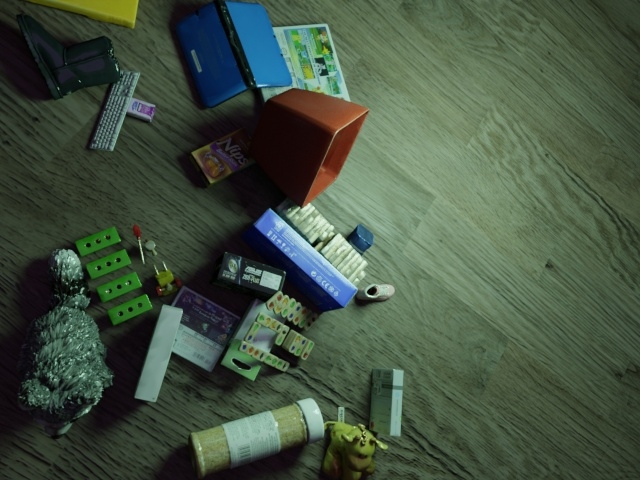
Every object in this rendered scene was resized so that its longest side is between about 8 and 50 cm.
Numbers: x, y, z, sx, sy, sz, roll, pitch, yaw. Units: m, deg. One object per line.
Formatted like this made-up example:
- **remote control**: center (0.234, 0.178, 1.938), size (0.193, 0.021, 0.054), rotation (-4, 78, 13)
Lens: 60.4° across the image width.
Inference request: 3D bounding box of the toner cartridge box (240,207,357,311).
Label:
- **toner cartridge box**: center (-0.066, 0.065, 1.610), size (0.348, 0.165, 0.075), rotation (43, 68, -9)

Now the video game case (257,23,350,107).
- **video game case**: center (-0.071, -0.545, 1.802), size (0.300, 0.036, 0.328), rotation (-13, 83, -23)

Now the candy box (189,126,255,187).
- **candy box**: center (-0.284, -0.250, 1.652), size (0.187, 0.053, 0.109), rotation (-33, 91, -25)

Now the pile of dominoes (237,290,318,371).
- **pile of dominoes**: center (-0.099, 0.262, 1.541), size (0.196, 0.040, 0.251), rotation (-60, 141, -9)

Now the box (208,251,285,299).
- **box**: center (-0.209, 0.106, 1.557), size (0.180, 0.147, 0.077), rotation (19, 73, -16)

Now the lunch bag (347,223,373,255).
- **lunch bag**: center (0.123, -0.001, 1.738), size (0.067, 0.065, 0.098), rotation (39, 25, -9)

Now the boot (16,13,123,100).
- **boot**: center (-0.690, -0.530, 1.528), size (0.207, 0.094, 0.246), rotation (-27, 96, -20)

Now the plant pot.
- **plant pot**: center (-0.050, -0.300, 1.616), size (0.236, 0.267, 0.267), rotation (33, 35, 9)

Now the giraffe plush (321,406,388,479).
- **giraffe plush**: center (0.102, 0.589, 1.564), size (0.182, 0.170, 0.210), rotation (-12, 84, -22)

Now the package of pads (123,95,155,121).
- **package of pads**: center (-0.526, -0.380, 1.596), size (0.083, 0.032, 0.050), rotation (17, 77, -17)

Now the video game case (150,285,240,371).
- **video game case**: center (-0.347, 0.247, 1.544), size (0.190, 0.022, 0.173), rotation (32, 70, -11)

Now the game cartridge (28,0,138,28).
- **game cartridge**: center (-0.693, -0.793, 1.611), size (0.324, 0.053, 0.285), rotation (10, 76, -21)

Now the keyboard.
- **keyboard**: center (-0.583, -0.372, 1.564), size (0.072, 0.014, 0.255), rotation (8, 74, 17)

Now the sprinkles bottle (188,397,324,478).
- **sprinkles bottle**: center (-0.172, 0.534, 1.498), size (0.356, 0.121, 0.121), rotation (-10, 83, -22)

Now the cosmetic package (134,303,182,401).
- **cosmetic package**: center (-0.424, 0.291, 1.444), size (0.061, 0.099, 0.238), rotation (17, 82, -14)

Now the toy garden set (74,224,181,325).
- **toy garden set**: center (-0.516, 0.079, 1.501), size (0.204, 0.049, 0.244), rotation (-25, 88, -22)

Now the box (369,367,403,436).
- **box**: center (0.194, 0.476, 1.637), size (0.038, 0.145, 0.186), rotation (10, 75, -18)

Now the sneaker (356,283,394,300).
- **sneaker**: center (0.186, 0.163, 1.738), size (0.134, 0.070, 0.050), rotation (-3, 78, -22)

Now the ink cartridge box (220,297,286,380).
- **ink cartridge box**: center (-0.193, 0.282, 1.573), size (0.109, 0.062, 0.209), rotation (32, 70, -12)

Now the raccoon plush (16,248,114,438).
- **raccoon plush**: center (-0.630, 0.227, 1.289), size (0.216, 0.299, 0.446), rotation (-16, 85, -23)

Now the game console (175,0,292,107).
- **game console**: center (-0.267, -0.576, 1.711), size (0.250, 0.173, 0.293), rotation (-22, 85, 17)

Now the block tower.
- **block tower**: center (0.000, 0.000, 1.689), size (0.335, 0.097, 0.091), rotation (47, 67, -8)
